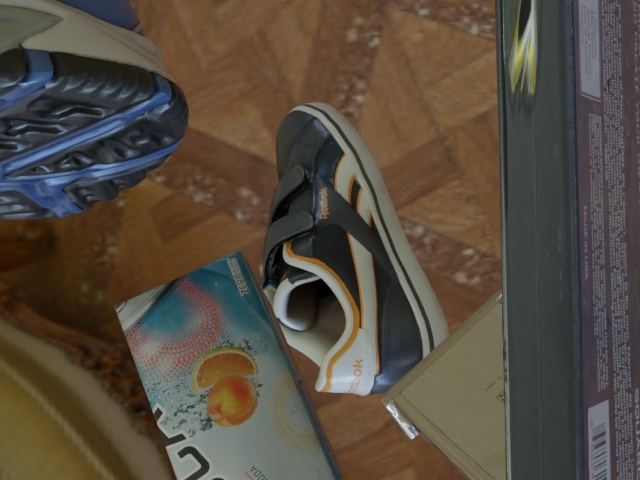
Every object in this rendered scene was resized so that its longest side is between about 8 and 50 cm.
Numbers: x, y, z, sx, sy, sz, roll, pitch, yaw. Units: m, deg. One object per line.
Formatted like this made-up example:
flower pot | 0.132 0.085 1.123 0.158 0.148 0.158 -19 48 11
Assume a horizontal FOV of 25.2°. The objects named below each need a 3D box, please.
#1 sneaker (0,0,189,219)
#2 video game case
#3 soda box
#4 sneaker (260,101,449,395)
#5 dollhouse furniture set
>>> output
sneaker | -0.130 -0.057 0.323 0.080 0.211 0.081 -39 59 34
video game case | 0.115 0.001 0.507 0.026 0.274 0.196 -1 90 24
soda box | -0.019 0.100 0.556 0.058 0.063 0.183 -25 63 -1
sneaker | 0.000 0.000 1.309 0.126 0.127 0.321 104 148 -47
dollhouse furniture set | 0.249 0.183 1.143 0.286 0.303 0.198 -42 34 -7
